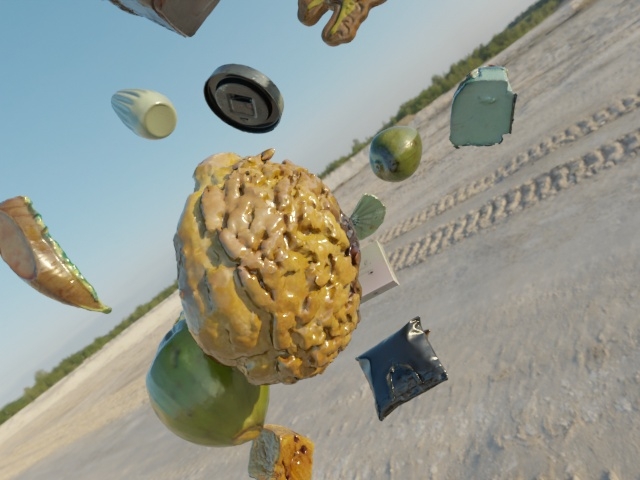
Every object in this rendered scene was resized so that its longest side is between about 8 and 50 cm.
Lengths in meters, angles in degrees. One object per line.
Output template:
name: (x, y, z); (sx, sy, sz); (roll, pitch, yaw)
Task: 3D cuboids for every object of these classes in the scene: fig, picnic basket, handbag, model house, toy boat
fig: (-0.206, 0.279, 0.901); (0.239, 0.271, 0.239); (-33, -40, -32)
picnic basket: (-0.264, -0.466, 0.799); (0.222, 0.129, 0.297); (-48, 9, 8)
handbag: (0.228, 0.372, 1.334); (0.254, 0.089, 0.211); (-39, 47, 21)
fig: (0.301, -0.335, 1.750); (0.225, 0.203, 0.203); (-39, 6, -20)
model house: (0.325, -0.286, 0.925); (0.119, 0.148, 0.148); (3, 43, 17)
toy boat: (-0.512, 0.036, 0.850); (0.108, 0.293, 0.099); (-45, -5, 14)

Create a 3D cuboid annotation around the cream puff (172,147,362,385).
cream puff: (-0.056, 0.031, 0.665); (0.231, 0.343, 0.327); (-10, -24, 6)

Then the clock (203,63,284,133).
clock: (-0.259, -0.478, 1.567); (0.280, 0.280, 0.055); (-29, 38, 56)

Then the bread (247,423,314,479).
bread: (-0.117, 0.622, 1.334); (0.158, 0.149, 0.143); (-2, 73, 43)

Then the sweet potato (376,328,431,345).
sweet potato: (0.258, 0.350, 1.496); (0.281, 0.067, 0.059); (-29, -1, 33)

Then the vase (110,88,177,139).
vase: (-0.498, -0.358, 1.263); (0.128, 0.128, 0.248); (-40, 48, -25)

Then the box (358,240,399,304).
box: (0.129, 0.089, 1.254); (0.129, 0.130, 0.051); (-30, -32, 16)

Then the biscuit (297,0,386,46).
biscuit: (0.079, -0.597, 1.055); (0.295, 0.186, 0.044); (-50, -14, 13)

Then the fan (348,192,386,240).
fan: (0.153, -0.074, 1.519); (0.131, 0.009, 0.240); (-9, -38, -9)

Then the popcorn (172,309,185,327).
popcorn: (-0.351, 0.320, 1.546); (0.274, 0.279, 0.335); (-47, 27, 15)
